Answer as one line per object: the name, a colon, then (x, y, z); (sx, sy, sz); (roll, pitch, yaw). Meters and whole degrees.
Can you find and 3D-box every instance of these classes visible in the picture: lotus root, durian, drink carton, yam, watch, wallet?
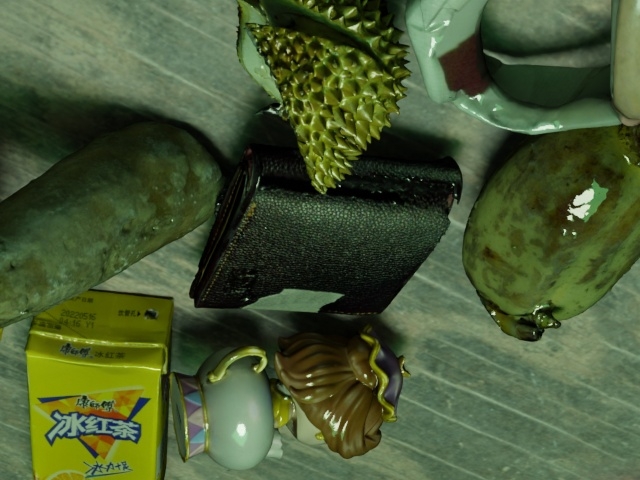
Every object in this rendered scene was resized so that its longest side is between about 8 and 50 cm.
lotus root: (0.253, -0.034, 1.545); (0.173, 0.173, 0.309); (20, 134, -17)
durian: (0.009, -0.151, 1.433); (0.138, 0.193, 0.237); (-27, 180, -8)
drink carton: (-0.257, 0.210, 1.882); (0.154, 0.111, 0.351); (6, 138, -2)
yam: (-0.238, -0.009, 1.528); (0.133, 0.330, 0.133); (21, 127, 30)
watch: (0.197, -0.205, 1.383); (0.241, 0.162, 0.253); (9, 136, 14)
wallet: (0.000, 0.000, 1.630); (0.221, 0.071, 0.262); (1, 147, -20)

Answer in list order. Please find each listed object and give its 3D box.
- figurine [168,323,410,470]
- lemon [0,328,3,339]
figurine: (-0.029, 0.174, 1.781); (0.263, 0.142, 0.189); (-8, 142, -12)
lemon: (-0.428, 0.026, 1.597); (0.260, 0.260, 0.284); (15, 151, -11)
